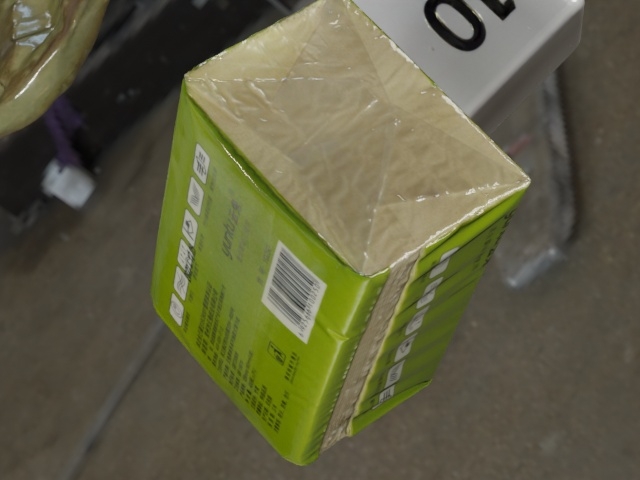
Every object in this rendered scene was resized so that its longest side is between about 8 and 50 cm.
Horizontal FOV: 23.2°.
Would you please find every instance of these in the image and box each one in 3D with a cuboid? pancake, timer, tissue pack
[{"bbox_3d":[-0.227,-0.200,1.225,0.294,0.049,0.295,-32,44,37],"label":"pancake"},{"bbox_3d":[0.144,-0.228,1.639,0.192,0.195,0.194,-45,-11,1],"label":"timer"},{"bbox_3d":[0.000,0.000,1.121,0.167,0.200,0.275,-32,-22,-27],"label":"tissue pack"}]
